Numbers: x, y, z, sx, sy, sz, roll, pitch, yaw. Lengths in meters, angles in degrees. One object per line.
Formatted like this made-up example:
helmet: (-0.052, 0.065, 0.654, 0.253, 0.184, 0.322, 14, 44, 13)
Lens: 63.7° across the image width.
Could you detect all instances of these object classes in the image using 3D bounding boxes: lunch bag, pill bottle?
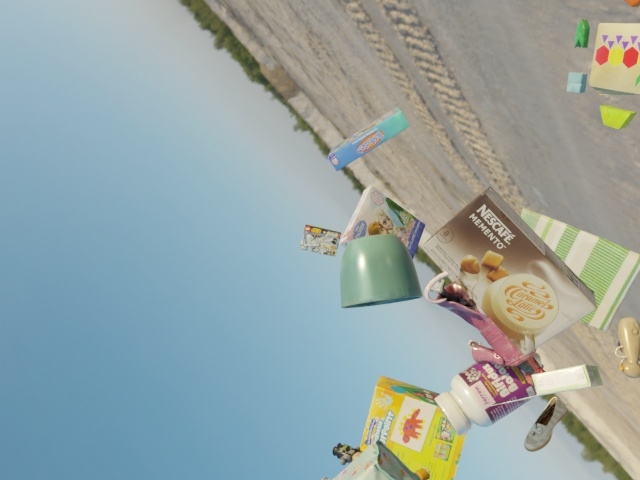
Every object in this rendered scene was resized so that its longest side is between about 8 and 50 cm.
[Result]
lunch bag: (0.181, 0.747, 1.469, 0.262, 0.223, 0.160, 42, -171, -2)
pill bottle: (0.496, 0.439, 1.517, 0.169, 0.302, 0.169, 57, 178, 3)

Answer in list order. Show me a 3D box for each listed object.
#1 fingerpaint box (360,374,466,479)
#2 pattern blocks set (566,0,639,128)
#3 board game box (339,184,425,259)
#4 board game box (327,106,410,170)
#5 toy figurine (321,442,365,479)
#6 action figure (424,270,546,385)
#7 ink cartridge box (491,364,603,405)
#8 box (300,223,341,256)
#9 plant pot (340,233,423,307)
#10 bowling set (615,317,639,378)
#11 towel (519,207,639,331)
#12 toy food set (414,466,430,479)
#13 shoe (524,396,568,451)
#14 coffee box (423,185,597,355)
fingerpaint box: (0.350, 0.808, 2.021, 0.372, 0.444, 0.163, 14, -174, 14)
pattern blocks set: (0.646, -0.379, 1.076, 0.324, 0.026, 0.285, -119, 24, -55)
board game box: (0.276, -0.030, 2.228, 0.318, 0.318, 0.066, 34, 146, -12)
board game box: (0.122, -0.263, 1.323, 0.047, 0.210, 0.160, 56, -166, -12)
toy figurine: (0.123, 0.859, 1.866, 0.148, 0.212, 0.209, 8, 153, 41)
action figure: (0.484, 0.216, 1.376, 0.370, 0.248, 0.276, 55, -168, 21)
ink cartridge box: (0.542, 0.352, 1.251, 0.171, 0.235, 0.056, 19, -123, -52)
box: (0.000, 0.000, 1.894, 0.137, 0.093, 0.027, 13, -174, -2)
plant pot: (0.202, 0.108, 1.851, 0.293, 0.293, 0.234, 24, -124, -71)
bowling set: (0.887, 0.317, 1.367, 0.287, 0.154, 0.200, 9, 158, 3)
towel: (0.672, 0.081, 1.419, 0.325, 0.247, 0.038, 25, -154, 22)
toy food set: (0.355, 0.839, 1.704, 0.105, 0.232, 0.111, -14, -147, -33)
shoe: (0.743, 0.610, 1.717, 0.058, 0.219, 0.077, 60, 153, -12)
coffee box: (0.313, 0.046, 0.864, 0.246, 0.141, 0.098, 49, -153, 7)
